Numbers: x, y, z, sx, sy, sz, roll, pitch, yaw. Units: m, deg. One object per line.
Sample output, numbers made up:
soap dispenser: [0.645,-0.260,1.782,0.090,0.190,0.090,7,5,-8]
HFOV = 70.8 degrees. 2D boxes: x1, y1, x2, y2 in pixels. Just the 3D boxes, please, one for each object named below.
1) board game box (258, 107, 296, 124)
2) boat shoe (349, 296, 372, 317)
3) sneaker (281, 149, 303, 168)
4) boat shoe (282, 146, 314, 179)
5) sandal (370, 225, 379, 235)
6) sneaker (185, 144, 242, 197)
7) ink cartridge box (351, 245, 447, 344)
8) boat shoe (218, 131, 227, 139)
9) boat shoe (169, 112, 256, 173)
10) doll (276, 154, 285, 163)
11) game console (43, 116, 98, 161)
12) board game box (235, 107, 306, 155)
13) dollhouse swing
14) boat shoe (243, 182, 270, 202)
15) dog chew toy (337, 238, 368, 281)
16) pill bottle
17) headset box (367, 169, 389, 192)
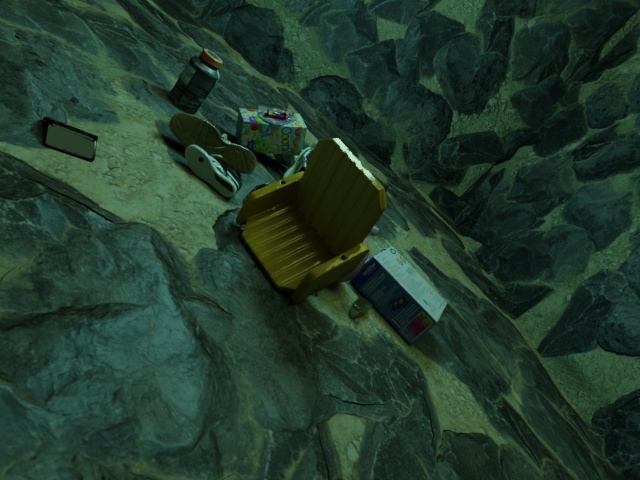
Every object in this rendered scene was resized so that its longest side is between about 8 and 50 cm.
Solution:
board game box: [-0.183,-0.546,1.928,0.133,0.033,0.168,33,39,21]
boat shoe: [0.138,0.234,1.562,0.056,0.048,0.153,35,13,14]
sneaker: [-0.089,-0.321,2.085,0.292,0.110,0.118,51,38,-1]
boat shoe: [-0.082,-0.317,1.985,0.073,0.224,0.080,25,-25,23]
sandal: [0.172,-0.148,2.106,0.169,0.102,0.416,32,12,-37]
sneaker: [-0.365,-0.243,1.552,0.217,0.079,0.121,47,18,-10]
ink cartridge box: [0.290,0.177,1.763,0.395,0.151,0.270,48,22,10]
boat shoe: [-0.415,-0.396,1.781,0.042,0.049,0.133,15,29,6]
boat shoe: [-0.399,-0.338,1.636,0.341,0.122,0.110,30,-12,-34]
doll: [-0.178,-0.418,2.203,0.129,0.046,0.189,48,27,-11]
game console: [-0.658,-0.265,1.178,0.122,0.071,0.107,19,2,-45]
board game box: [-0.219,-0.474,1.970,0.275,0.142,0.144,0,40,-21]
dollhouse swing: [-0.037,-0.076,1.312,0.315,0.305,0.347,-27,66,-26]
boat shoe: [-0.208,-0.174,1.682,0.081,0.069,0.228,42,22,-1]
dog chew toy: [0.000,0.000,1.563,0.331,0.207,0.207,32,23,-3]
pill bottle: [-0.498,-0.650,1.830,0.130,0.246,0.130,35,23,-18]
headset box: [0.166,-0.274,2.224,0.246,0.131,0.283,35,-10,-19]
